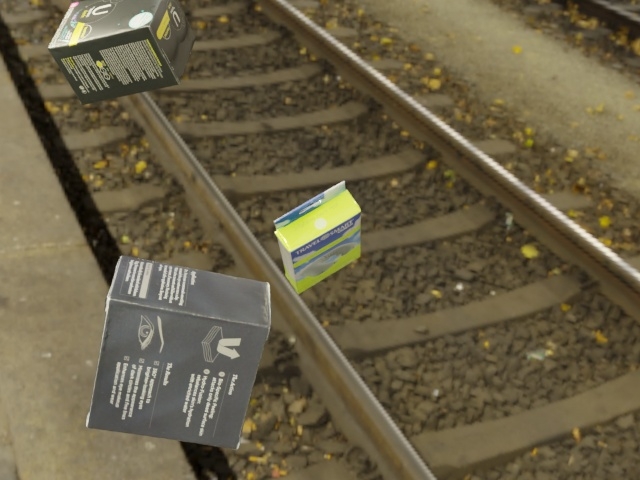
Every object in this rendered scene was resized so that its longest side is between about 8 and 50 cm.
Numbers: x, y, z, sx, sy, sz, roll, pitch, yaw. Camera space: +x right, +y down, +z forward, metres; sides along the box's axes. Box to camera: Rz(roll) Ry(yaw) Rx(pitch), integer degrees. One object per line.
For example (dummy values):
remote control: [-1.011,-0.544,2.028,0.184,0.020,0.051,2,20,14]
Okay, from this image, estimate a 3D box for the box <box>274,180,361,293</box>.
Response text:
box: [0.000,0.000,1.119,0.109,0.178,0.042,-31,69,-10]

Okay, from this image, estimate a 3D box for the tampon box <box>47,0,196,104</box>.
tampon box: [-0.280,-0.282,1.216,0.161,0.101,0.120,-8,45,16]

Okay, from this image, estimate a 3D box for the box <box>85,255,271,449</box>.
box: [-0.143,0.115,0.865,0.158,0.156,0.093,12,25,-10]
